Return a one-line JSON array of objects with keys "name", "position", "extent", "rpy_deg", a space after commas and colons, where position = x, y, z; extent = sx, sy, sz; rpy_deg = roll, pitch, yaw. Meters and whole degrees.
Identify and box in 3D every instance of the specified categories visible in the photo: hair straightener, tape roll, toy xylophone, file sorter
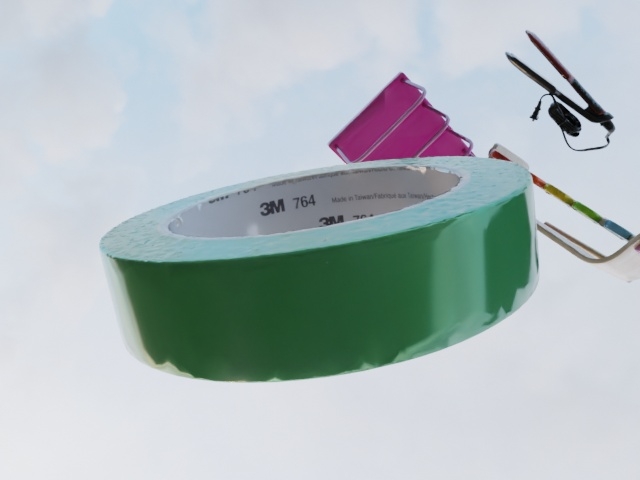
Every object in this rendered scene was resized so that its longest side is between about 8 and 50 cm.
[{"name": "hair straightener", "position": [0.367, -0.216, 0.925], "extent": [0.230, 0.047, 0.089], "rpy_deg": [38, -62, -15]}, {"name": "tape roll", "position": [0.000, 0.000, 0.467], "extent": [0.321, 0.321, 0.077], "rpy_deg": [-2, -73, 30]}, {"name": "toy xylophone", "position": [0.398, -0.036, 0.949], "extent": [0.322, 0.236, 0.081], "rpy_deg": [44, -71, 38]}, {"name": "file sorter", "position": [0.196, -0.136, 1.144], "extent": [0.202, 0.290, 0.182], "rpy_deg": [-44, -157, 10]}]
